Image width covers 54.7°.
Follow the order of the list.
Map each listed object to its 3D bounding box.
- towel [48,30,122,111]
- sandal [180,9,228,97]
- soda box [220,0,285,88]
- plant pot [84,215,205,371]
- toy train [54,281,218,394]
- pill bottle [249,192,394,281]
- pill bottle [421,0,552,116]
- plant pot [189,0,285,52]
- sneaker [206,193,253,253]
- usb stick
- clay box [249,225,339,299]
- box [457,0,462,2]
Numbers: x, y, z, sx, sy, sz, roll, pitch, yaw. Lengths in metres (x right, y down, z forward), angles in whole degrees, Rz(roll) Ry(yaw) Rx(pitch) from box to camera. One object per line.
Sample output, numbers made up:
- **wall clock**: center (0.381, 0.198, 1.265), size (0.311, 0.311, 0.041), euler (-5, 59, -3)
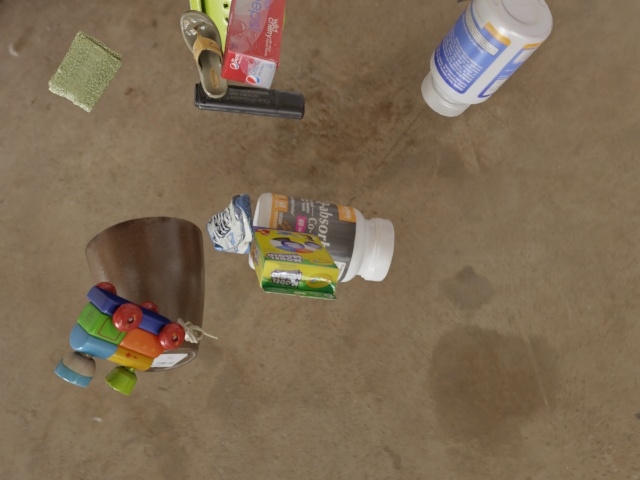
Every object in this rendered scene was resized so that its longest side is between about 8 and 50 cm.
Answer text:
- **towel**: center (-0.509, -0.365, 1.346), size (0.148, 0.110, 0.027), euler (-58, 29, 3)
- **sandal**: center (-0.229, -0.373, 1.249), size (0.072, 0.180, 0.049), euler (-14, 25, -1)
- **soda box**: center (-0.113, -0.407, 1.093), size (0.092, 0.083, 0.263), euler (10, 68, -16)
- **plant pot**: center (-0.296, 0.109, 1.113), size (0.215, 0.215, 0.230), euler (-24, 65, 12)
- **toy train**: center (-0.275, 0.176, 0.961), size (0.105, 0.248, 0.143), euler (25, 82, 43)
- **pill bottle**: center (0.000, 0.000, 1.276), size (0.278, 0.162, 0.162), euler (8, 71, -11)
- **pill bottle**: center (0.313, -0.370, 1.229), size (0.152, 0.272, 0.152), euler (9, 63, -19)
- **plant pot**: center (-0.211, -0.604, 1.593), size (0.207, 0.227, 0.228), euler (11, 55, 5)
- **sneaker**: center (-0.116, -0.015, 0.790), size (0.058, 0.135, 0.052), euler (-4, 66, -11)
- **usb stick**: center (-0.173, -0.347, 1.540), size (0.278, 0.045, 0.077), euler (3, 70, -16)
- **clay box**: center (-0.049, 0.036, 1.071), size (0.127, 0.222, 0.053), euler (7, 106, -16)
- **box**: center (0.423, -0.589, 1.392), size (0.190, 0.184, 0.045), euler (-15, 101, -4)
